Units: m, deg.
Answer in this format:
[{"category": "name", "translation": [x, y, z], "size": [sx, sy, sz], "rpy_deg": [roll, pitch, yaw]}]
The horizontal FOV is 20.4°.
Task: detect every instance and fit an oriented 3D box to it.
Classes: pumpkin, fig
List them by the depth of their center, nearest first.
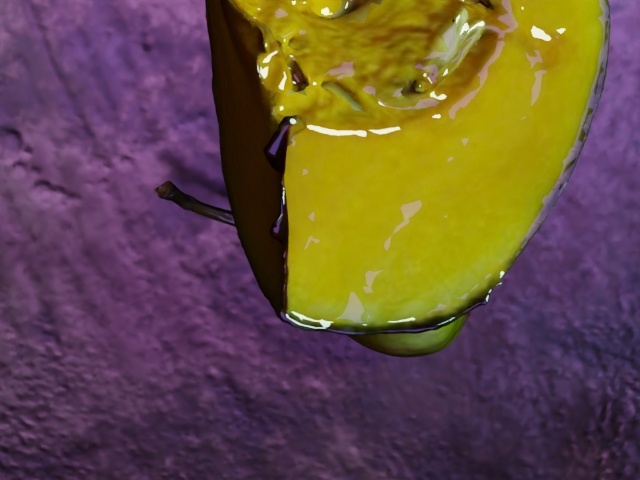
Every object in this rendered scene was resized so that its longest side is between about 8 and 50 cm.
[{"category": "pumpkin", "translation": [0.031, -0.127, 0.841], "size": [0.169, 0.148, 0.312], "rpy_deg": [-9, 107, -13]}, {"category": "fig", "translation": [0.010, -0.010, 0.907], "size": [0.166, 0.093, 0.093], "rpy_deg": [39, 106, 6]}]
